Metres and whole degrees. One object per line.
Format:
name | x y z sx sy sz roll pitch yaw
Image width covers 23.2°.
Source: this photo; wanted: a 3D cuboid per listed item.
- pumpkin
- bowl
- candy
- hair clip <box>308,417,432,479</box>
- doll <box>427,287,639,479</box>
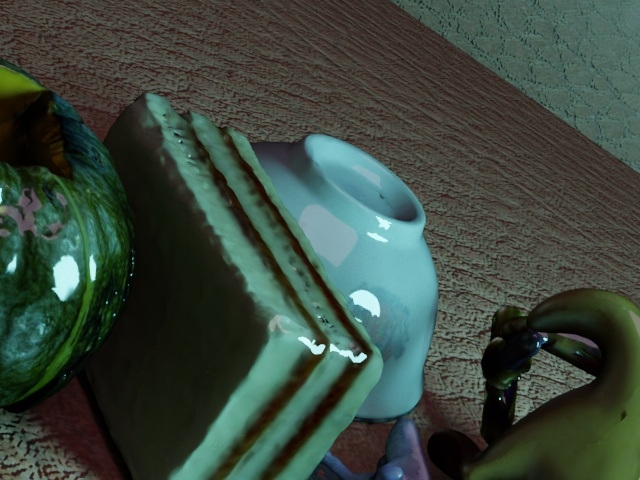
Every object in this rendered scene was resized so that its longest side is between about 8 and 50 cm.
pumpkin | -0.276 -0.025 1.084 0.320 0.192 0.320 30 20 -12
bowl | 0.000 0.000 1.498 0.345 0.157 0.345 30 22 -13
candy | -0.097 0.049 1.219 0.135 0.179 0.321 20 27 -39
hair clip | 0.091 0.242 1.194 0.090 0.137 0.278 -23 53 -24
doll | 0.217 0.187 1.319 0.340 0.209 0.318 31 46 -69
